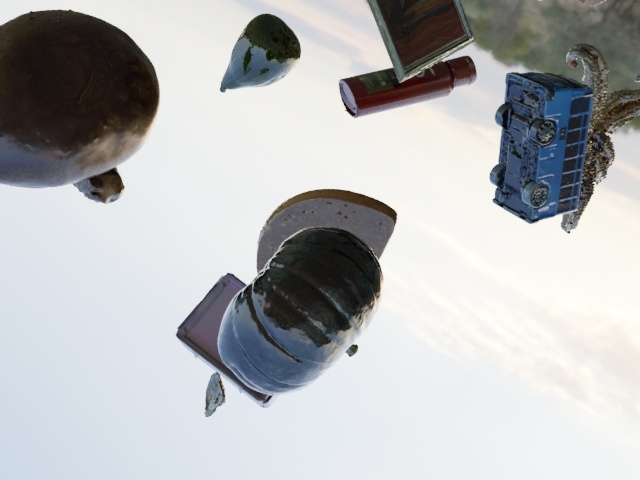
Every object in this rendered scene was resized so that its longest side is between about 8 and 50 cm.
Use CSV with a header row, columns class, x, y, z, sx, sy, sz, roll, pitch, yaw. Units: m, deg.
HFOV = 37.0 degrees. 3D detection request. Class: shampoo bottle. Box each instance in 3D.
class,x,y,z,sx,sy,sz,roll,pitch,yaw
shampoo bottle,0.202,-0.357,2.184,0.314,0.076,0.118,-15,-140,-13

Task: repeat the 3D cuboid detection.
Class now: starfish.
class,x,y,z,sx,sy,sz,roll,pitch,yaw
starfish,0.474,-0.183,1.677,0.113,0.312,0.303,26,167,36

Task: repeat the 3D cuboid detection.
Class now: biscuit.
class,x,y,z,sx,sy,sz,roll,pitch,yaw
biscuit,0.000,0.000,1.271,0.142,0.220,0.029,51,-151,-19

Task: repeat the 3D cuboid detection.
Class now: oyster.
class,x,y,z,sx,sy,sz,roll,pitch,yaw
oyster,-0.147,0.218,1.340,0.019,0.083,0.054,8,-126,-24

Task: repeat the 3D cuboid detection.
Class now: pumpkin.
class,x,y,z,sx,sy,sz,roll,pitch,yaw
pumpkin,-0.017,0.078,1.029,0.140,0.202,0.202,44,-164,-2

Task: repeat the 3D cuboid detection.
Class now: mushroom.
class,x,y,z,sx,sy,sz,roll,pitch,yaw
mushroom,-0.436,-0.239,1.582,0.345,0.239,0.345,23,-133,-27

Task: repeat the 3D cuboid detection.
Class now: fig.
class,x,y,z,sx,sy,sz,roll,pitch,yaw
fig,-0.119,-0.321,1.730,0.117,0.177,0.117,46,-165,-16

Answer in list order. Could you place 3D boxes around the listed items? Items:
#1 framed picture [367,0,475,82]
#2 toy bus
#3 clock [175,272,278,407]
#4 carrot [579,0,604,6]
class,x,y,z,sx,sy,sz,roll,pitch,yaw
framed picture,0.170,-0.452,1.739,0.216,0.273,0.016,-34,-162,-31
toy bus,0.289,-0.126,1.244,0.106,0.185,0.090,-12,-151,-25
clock,-0.123,0.167,1.582,0.193,0.145,0.073,36,165,13
carrot,0.465,-0.474,1.364,0.066,0.314,0.066,19,-142,-16
